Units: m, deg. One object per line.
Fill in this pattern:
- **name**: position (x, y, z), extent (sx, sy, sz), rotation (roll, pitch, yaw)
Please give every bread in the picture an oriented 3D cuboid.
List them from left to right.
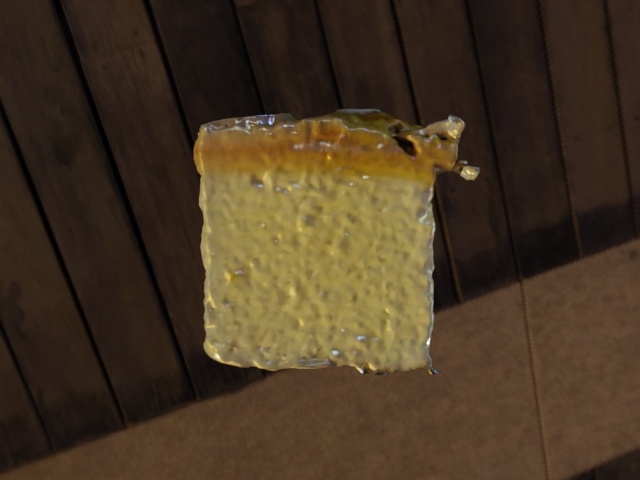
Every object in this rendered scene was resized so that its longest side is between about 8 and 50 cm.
- **bread**: position (0.000, 0.000, 0.539), extent (0.152, 0.127, 0.147), rotation (3, 85, -13)
